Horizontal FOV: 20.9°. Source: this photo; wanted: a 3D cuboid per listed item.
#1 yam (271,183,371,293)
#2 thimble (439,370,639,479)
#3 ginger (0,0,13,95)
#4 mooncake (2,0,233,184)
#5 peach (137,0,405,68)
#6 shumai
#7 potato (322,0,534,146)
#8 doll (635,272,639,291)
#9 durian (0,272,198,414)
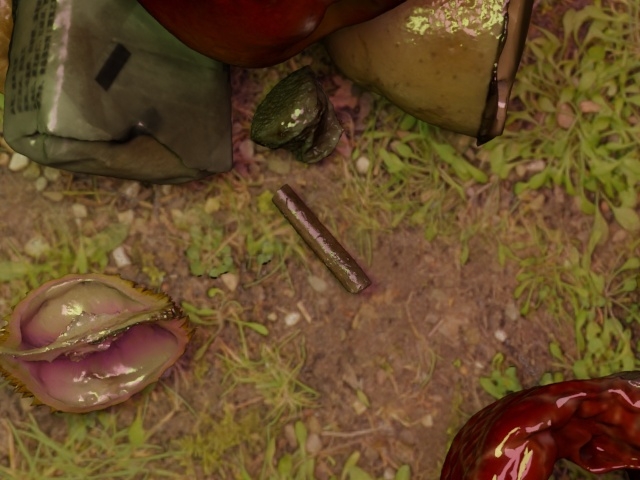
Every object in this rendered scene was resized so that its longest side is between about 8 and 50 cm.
[{"bbox_3d":[0.000,0.000,1.915,0.032,0.032,0.145,-40,87,-10],"label":"yam"},{"bbox_3d":[0.292,0.309,1.805,0.350,0.230,0.350,1,83,-7],"label":"thimble"},{"bbox_3d":[-0.339,-0.270,1.880,0.157,0.102,0.216,20,79,-10],"label":"ginger"},{"bbox_3d":[-0.211,-0.187,1.838,0.250,0.136,0.254,12,78,-42],"label":"mooncake"},{"bbox_3d":[-0.045,-0.352,1.708,0.335,0.310,0.406,-36,57,25],"label":"peach"},{"bbox_3d":[-0.018,-0.126,1.899,0.099,0.124,0.087,-43,110,16],"label":"shumai"},{"bbox_3d":[0.119,-0.259,1.881,0.242,0.242,0.285,12,95,-5],"label":"potato"},{"bbox_3d":[0.505,-0.007,1.931,0.363,0.145,0.199,-33,117,-18],"label":"doll"},{"bbox_3d":[-0.244,0.107,1.823,0.165,0.132,0.182,46,76,-6],"label":"durian"}]
